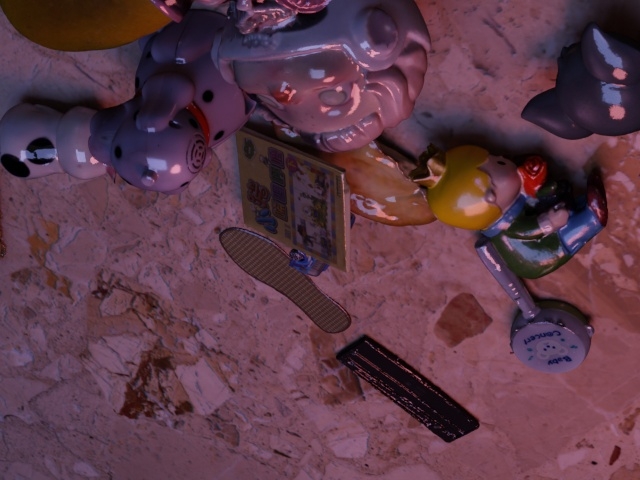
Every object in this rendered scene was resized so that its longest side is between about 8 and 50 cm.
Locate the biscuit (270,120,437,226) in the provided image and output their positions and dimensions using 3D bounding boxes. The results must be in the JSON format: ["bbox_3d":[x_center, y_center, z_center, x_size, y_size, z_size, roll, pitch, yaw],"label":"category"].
[{"bbox_3d":[0.038,-0.120,1.776,0.154,0.045,0.299,-17,125,32],"label":"biscuit"}]

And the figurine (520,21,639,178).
[{"bbox_3d":[0.385,-0.150,1.571,0.265,0.140,0.193,45,149,-4],"label":"figurine"}]

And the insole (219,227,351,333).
[{"bbox_3d":[-0.051,0.062,2.004,0.253,0.005,0.086,40,132,-19],"label":"insole"}]

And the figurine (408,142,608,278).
[{"bbox_3d":[0.246,-0.065,1.710,0.234,0.127,0.185,45,126,-9],"label":"figurine"}]

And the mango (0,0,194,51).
[{"bbox_3d":[-0.265,-0.351,1.567,0.253,0.182,0.365,39,130,-20],"label":"mango"}]

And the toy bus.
[{"bbox_3d":[0.000,0.000,1.875,0.061,0.051,0.153,31,148,-1],"label":"toy bus"}]

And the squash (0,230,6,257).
[{"bbox_3d":[-0.513,-0.041,2.006,0.169,0.093,0.252,41,132,-17],"label":"squash"}]

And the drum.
[{"bbox_3d":[0.313,0.091,1.874,0.130,0.049,0.253,-6,130,24],"label":"drum"}]

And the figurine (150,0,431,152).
[{"bbox_3d":[-0.011,-0.252,1.481,0.253,0.211,0.361,20,162,41],"label":"figurine"}]

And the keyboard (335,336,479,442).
[{"bbox_3d":[0.142,0.239,2.095,0.250,0.017,0.087,38,133,-16],"label":"keyboard"}]

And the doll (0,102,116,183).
[{"bbox_3d":[-0.368,-0.138,1.860,0.181,0.107,0.110,0,111,11],"label":"doll"}]

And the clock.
[{"bbox_3d":[-0.189,-0.154,1.683,0.189,0.254,0.189,14,137,13],"label":"clock"}]

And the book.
[{"bbox_3d":[-0.036,-0.056,1.802,0.192,0.013,0.168,24,134,32],"label":"book"}]
